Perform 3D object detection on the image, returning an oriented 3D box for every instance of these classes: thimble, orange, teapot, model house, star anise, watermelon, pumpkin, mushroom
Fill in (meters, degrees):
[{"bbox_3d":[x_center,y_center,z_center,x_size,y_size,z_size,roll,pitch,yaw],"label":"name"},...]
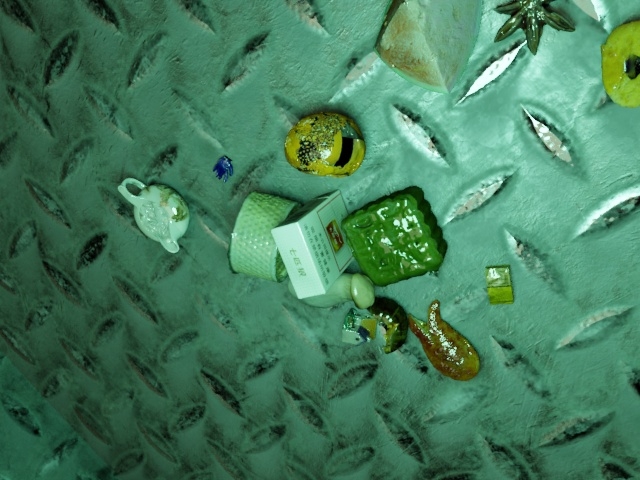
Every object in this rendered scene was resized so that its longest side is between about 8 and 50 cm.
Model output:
[{"bbox_3d":[-0.162,-0.007,1.659,0.150,0.271,0.270,14,115,12],"label":"thimble"},{"bbox_3d":[0.011,-0.263,1.513,0.235,0.234,0.182,-2,98,22],"label":"orange"},{"bbox_3d":[-0.558,-0.096,1.849,0.298,0.139,0.204,46,121,-2],"label":"teapot"},{"bbox_3d":[0.128,0.285,1.755,0.100,0.100,0.087,14,113,14],"label":"model house"},{"bbox_3d":[0.511,-0.566,1.284,0.229,0.093,0.236,-13,101,31],"label":"star anise"},{"bbox_3d":[0.241,-0.575,1.332,0.222,0.319,0.292,18,77,45],"label":"watermelon"},{"bbox_3d":[0.223,0.258,1.699,0.108,0.119,0.183,-21,100,16],"label":"pumpkin"},{"bbox_3d":[0.040,0.150,1.658,0.329,0.159,0.122,-4,83,47],"label":"mushroom"}]

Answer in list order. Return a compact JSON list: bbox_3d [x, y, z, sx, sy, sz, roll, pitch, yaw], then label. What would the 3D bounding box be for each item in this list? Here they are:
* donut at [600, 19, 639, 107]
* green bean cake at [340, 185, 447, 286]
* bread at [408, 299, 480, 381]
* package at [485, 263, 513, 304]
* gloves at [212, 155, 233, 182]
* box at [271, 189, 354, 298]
[{"bbox_3d":[0.728,-0.401,1.228,0.075,0.174,0.190,-15,96,-19],"label":"donut"},{"bbox_3d":[0.216,-0.007,1.576,0.250,0.156,0.246,-21,100,27],"label":"green bean cake"},{"bbox_3d":[0.381,0.323,1.677,0.139,0.095,0.269,-39,89,21],"label":"bread"},{"bbox_3d":[0.521,0.135,1.574,0.071,0.047,0.131,-5,107,20],"label":"package"},{"bbox_3d":[-0.314,-0.231,1.764,0.064,0.026,0.086,39,118,1],"label":"gloves"},{"bbox_3d":[-0.001,0.000,1.561,0.095,0.330,0.210,-15,104,26],"label":"box"}]
